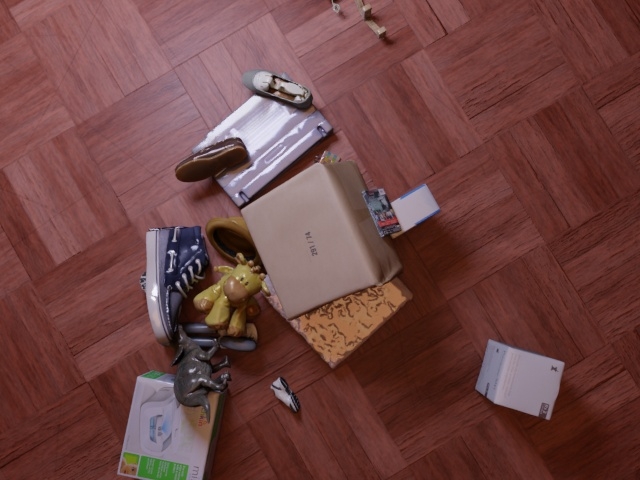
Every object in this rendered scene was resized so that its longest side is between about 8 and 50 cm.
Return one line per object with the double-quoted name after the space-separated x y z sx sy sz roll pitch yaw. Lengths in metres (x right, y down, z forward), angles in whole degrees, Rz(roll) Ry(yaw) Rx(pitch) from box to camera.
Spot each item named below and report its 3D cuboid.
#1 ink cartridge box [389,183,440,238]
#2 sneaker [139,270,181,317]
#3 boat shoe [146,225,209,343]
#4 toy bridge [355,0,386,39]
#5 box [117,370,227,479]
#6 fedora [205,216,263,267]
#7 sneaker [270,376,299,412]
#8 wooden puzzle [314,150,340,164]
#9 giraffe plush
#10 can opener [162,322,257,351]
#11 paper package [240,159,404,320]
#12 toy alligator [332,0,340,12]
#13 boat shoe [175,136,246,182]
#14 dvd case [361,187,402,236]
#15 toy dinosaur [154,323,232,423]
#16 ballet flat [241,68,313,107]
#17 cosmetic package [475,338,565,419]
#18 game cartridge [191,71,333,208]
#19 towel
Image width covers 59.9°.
0.223 -0.071 1.503 0.148 0.203 0.086 -31 88 -1 "ink cartridge box"
-0.453 0.157 1.570 0.068 0.071 0.170 -30 70 -22 "sneaker"
-0.376 0.103 1.494 0.158 0.127 0.341 -10 62 -5 "boat shoe"
0.135 -0.662 1.614 0.026 0.063 0.188 -30 85 -1 "toy bridge"
-0.395 0.511 1.513 0.231 0.127 0.262 11 85 4 "box"
-0.223 -0.010 1.549 0.194 0.194 0.079 27 51 3 "fedora"
-0.098 0.438 1.559 0.043 0.040 0.109 -35 82 15 "sneaker"
0.025 -0.230 1.614 0.083 0.006 0.049 26 87 3 "wooden puzzle"
-0.213 0.131 1.471 0.181 0.170 0.210 29 56 -17 "giraffe plush"
-0.311 0.265 1.549 0.280 0.093 0.074 2 87 6 "can opener"
0.000 0.000 1.410 0.309 0.168 0.325 -27 85 34 "paper package"
0.017 -0.749 1.631 0.051 0.056 0.190 -29 85 -42 "toy alligator"
-0.305 -0.226 1.539 0.206 0.073 0.073 -20 49 -4 "boat shoe"
0.152 -0.071 1.363 0.013 0.087 0.120 -27 82 39 "dvd case"
-0.318 0.355 1.433 0.160 0.121 0.314 -21 49 -1 "toy dinosaur"
-0.121 -0.433 1.544 0.213 0.068 0.072 21 87 2 "ballet flat"
0.524 0.363 1.476 0.151 0.184 0.151 16 86 2 "cosmetic package"
-0.168 -0.290 1.598 0.355 0.068 0.230 -40 82 -2 "game cartridge"
0.038 0.140 1.566 0.317 0.053 0.332 -43 85 -1 "towel"
